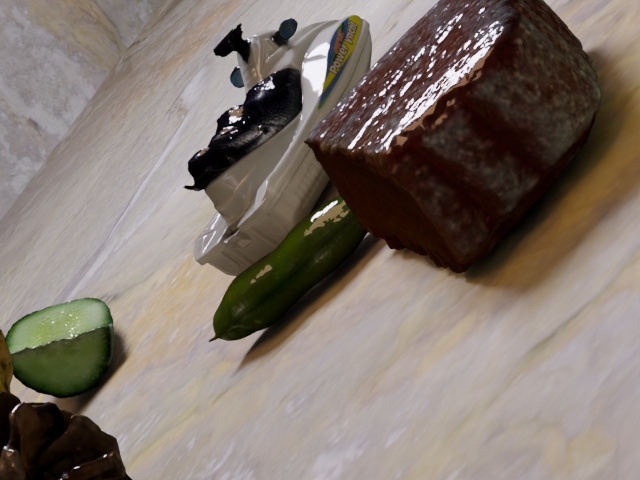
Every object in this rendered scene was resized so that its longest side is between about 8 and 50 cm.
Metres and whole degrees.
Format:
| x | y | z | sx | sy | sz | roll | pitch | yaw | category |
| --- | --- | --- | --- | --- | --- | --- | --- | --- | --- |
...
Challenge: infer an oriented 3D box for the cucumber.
| x | y | z | sx | sy | sz | roll | pitch | yaw | category |
| --- | --- | --- | --- | --- | --- | --- | --- | --- | --- |
| -0.257 | 0.105 | 1.888 | 0.115 | 0.063 | 0.244 | -16 | 11 | -3 | cucumber |

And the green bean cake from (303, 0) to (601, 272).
| x | y | z | sx | sy | sz | roll | pitch | yaw | category |
| --- | --- | --- | --- | --- | --- | --- | --- | --- | --- |
| 0.079 | -0.065 | 1.150 | 0.198 | 0.097 | 0.233 | -47 | 13 | 11 | green bean cake |

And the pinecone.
| x | y | z | sx | sy | sz | roll | pitch | yaw | category |
| --- | --- | --- | --- | --- | --- | --- | --- | --- | --- |
| -0.222 | 0.198 | 1.296 | 0.204 | 0.179 | 0.184 | -4 | 69 | 50 | pinecone |

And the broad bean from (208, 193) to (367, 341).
| x | y | z | sx | sy | sz | roll | pitch | yaw | category |
| --- | --- | --- | --- | --- | --- | --- | --- | --- | --- |
| -0.001 | 0.001 | 1.351 | 0.254 | 0.046 | 0.065 | -43 | 8 | 26 | broad bean |

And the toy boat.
| x | y | z | sx | sy | sz | roll | pitch | yaw | category |
| --- | --- | --- | --- | --- | --- | --- | --- | --- | --- |
| -0.040 | -0.102 | 1.594 | 0.141 | 0.141 | 0.269 | -36 | 33 | 48 | toy boat |

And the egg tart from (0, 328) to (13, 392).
| x | y | z | sx | sy | sz | roll | pitch | yaw | category |
| --- | --- | --- | --- | --- | --- | --- | --- | --- | --- |
| -0.371 | 0.223 | 1.639 | 0.345 | 0.132 | 0.345 | -45 | -25 | -28 | egg tart |
